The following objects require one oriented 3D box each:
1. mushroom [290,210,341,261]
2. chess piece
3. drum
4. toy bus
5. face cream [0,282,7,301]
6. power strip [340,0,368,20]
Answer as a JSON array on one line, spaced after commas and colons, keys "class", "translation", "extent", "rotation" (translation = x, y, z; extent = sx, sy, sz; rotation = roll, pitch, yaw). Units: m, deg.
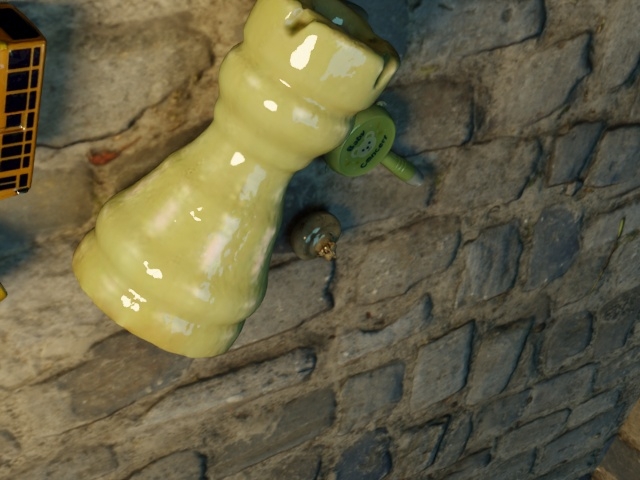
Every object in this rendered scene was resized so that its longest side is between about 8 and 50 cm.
[{"class": "mushroom", "translation": [0.000, 0.000, 1.721], "extent": [0.085, 0.079, 0.085], "rotation": [-26, 139, -25]}, {"class": "chess piece", "translation": [-0.098, -0.090, 1.367], "extent": [0.234, 0.234, 0.442], "rotation": [8, 124, -51]}, {"class": "drum", "translation": [0.098, -0.147, 1.698], "extent": [0.253, 0.049, 0.130], "rotation": [4, 123, -49]}, {"class": "toy bus", "translation": [-0.352, -0.137, 1.181], "extent": [0.114, 0.098, 0.201], "rotation": [-15, 135, -37]}, {"class": "face cream", "translation": [-0.524, 0.123, 1.265], "extent": [0.348, 0.105, 0.105], "rotation": [-37, 146, -13]}, {"class": "power strip", "translation": [-0.025, -0.216, 1.487], "extent": [0.167, 0.054, 0.253], "rotation": [-19, 140, -35]}]
